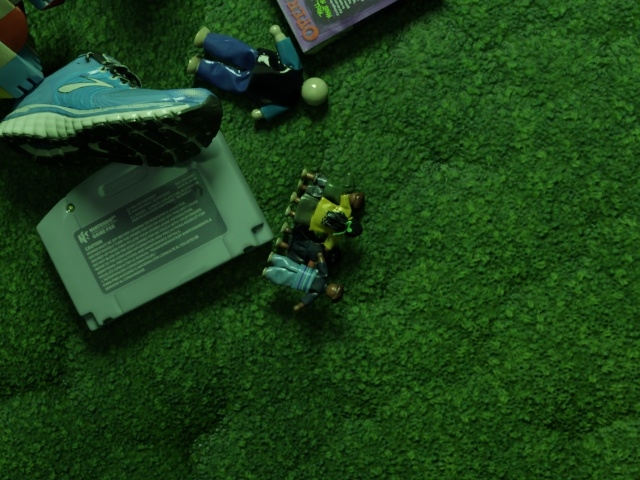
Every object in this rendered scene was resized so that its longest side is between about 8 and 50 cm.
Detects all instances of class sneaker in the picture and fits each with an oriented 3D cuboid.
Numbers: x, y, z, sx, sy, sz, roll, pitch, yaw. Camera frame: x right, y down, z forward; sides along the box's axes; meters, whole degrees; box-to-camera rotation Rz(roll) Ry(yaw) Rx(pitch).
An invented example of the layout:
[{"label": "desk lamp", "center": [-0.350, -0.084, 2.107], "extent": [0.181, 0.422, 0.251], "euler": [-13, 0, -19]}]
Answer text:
[{"label": "sneaker", "center": [-0.275, -0.184, 1.058], "extent": [0.330, 0.130, 0.147], "euler": [4, 72, 24]}]

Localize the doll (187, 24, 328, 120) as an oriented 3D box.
[{"label": "doll", "center": [-0.079, -0.226, 1.087], "extent": [0.189, 0.046, 0.129], "euler": [22, 111, 4]}]

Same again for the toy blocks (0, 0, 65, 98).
[{"label": "toy blocks", "center": [-0.466, -0.269, 1.011], "extent": [0.381, 0.261, 0.190], "euler": [-35, 51, 10]}]

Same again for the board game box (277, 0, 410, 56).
[{"label": "board game box", "center": [-0.008, -0.444, 1.066], "extent": [0.208, 0.056, 0.346], "euler": [-27, 90, 5]}]

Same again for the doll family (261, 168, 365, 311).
[{"label": "doll family", "center": [0.000, 0.000, 1.085], "extent": [0.111, 0.076, 0.193], "euler": [22, 102, 2]}]

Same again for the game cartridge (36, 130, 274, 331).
[{"label": "game cartridge", "center": [-0.234, -0.023, 1.123], "extent": [0.294, 0.060, 0.196], "euler": [-26, 94, 9]}]
